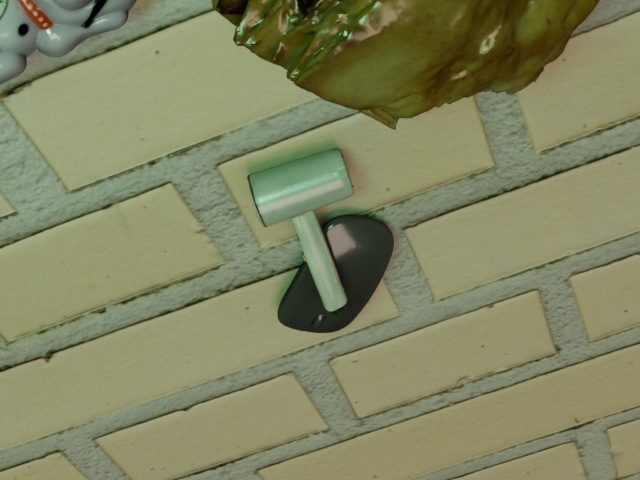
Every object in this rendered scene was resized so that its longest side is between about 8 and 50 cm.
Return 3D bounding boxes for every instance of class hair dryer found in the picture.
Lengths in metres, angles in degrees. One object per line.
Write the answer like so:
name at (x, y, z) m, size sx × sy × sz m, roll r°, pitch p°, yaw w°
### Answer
hair dryer at (0.000, 0.000, 1.484) m, size 0.131 × 0.073 × 0.236 m, roll -17°, pitch 115°, yaw 4°

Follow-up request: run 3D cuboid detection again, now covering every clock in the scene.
clock at (-0.301, -0.262, 1.158) m, size 0.254 × 0.189 × 0.189 m, roll -16°, pitch 135°, yaw -5°

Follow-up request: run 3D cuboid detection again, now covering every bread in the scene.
bread at (0.107, -0.252, 1.222) m, size 0.370 × 0.191 × 0.314 m, roll 23°, pitch 124°, yaw -31°

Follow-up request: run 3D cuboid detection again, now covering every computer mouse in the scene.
computer mouse at (0.020, 0.057, 1.591) m, size 0.120 × 0.057 × 0.232 m, roll 13°, pitch 129°, yaw -22°
